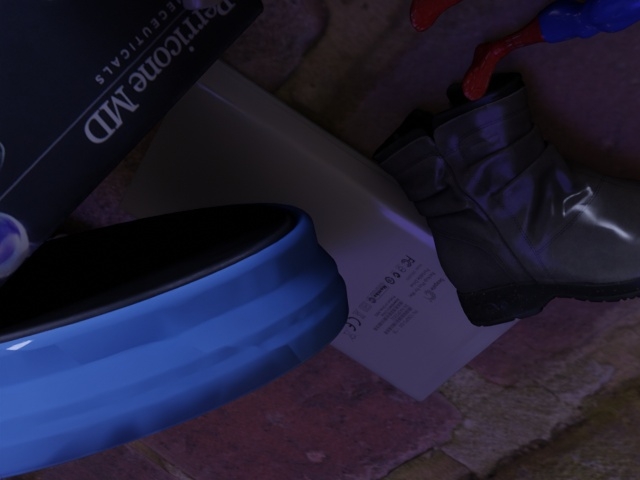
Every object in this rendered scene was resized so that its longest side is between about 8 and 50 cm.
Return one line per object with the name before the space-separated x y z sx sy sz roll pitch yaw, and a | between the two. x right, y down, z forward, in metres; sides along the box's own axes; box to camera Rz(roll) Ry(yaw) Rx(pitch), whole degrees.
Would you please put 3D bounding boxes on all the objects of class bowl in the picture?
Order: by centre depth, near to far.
bowl | -0.177 0.058 0.898 0.391 0.391 0.077 -5 104 39

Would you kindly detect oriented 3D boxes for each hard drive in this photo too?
hard drive | 0.000 0.000 1.043 0.307 0.040 0.203 34 144 -4

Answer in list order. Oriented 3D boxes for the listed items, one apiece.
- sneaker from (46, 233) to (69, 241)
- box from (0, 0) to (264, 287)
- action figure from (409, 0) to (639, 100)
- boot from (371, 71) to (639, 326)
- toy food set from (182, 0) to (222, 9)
sneaker | -0.240 0.033 1.204 0.302 0.108 0.121 31 144 -15
box | -0.288 -0.182 0.780 0.395 0.293 0.212 49 159 -24
action figure | 0.164 -0.127 0.706 0.280 0.139 0.091 -19 123 43
boot | 0.156 -0.040 0.858 0.246 0.083 0.161 -19 109 37
toy food set | -0.056 -0.167 0.723 0.111 0.232 0.105 12 122 43
